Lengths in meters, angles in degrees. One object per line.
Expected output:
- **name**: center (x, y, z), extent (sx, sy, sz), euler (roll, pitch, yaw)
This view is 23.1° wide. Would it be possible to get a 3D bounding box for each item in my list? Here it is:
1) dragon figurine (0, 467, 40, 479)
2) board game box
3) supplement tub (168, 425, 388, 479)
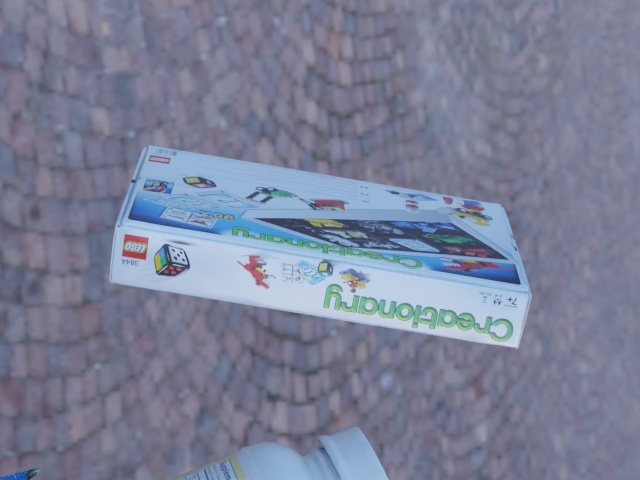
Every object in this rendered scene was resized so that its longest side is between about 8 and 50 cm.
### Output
- **dragon figurine**: center (-0.185, 0.193, 0.918), extent (0.085, 0.289, 0.144), euler (-59, 172, 2)
- **board game box**: center (0.000, 0.000, 1.214), extent (0.193, 0.305, 0.053), euler (-88, -171, -69)
- **supplement tub**: center (-0.085, 0.298, 1.196), extent (0.241, 0.331, 0.241), euler (158, -90, -83)
